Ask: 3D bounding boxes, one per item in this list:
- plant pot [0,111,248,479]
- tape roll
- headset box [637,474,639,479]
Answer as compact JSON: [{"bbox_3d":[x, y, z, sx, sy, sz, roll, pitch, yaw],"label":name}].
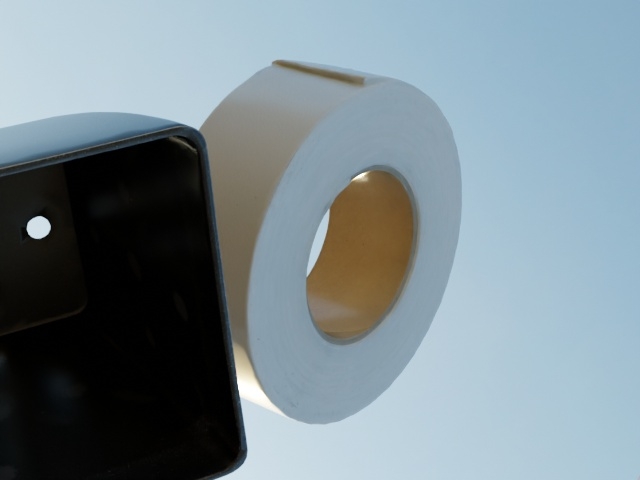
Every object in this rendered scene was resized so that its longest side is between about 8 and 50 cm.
[{"bbox_3d":[-0.163,0.030,0.574,0.167,0.187,0.188,36,-43,58],"label":"plant pot"},{"bbox_3d":[0.000,0.000,0.917,0.100,0.286,0.286,18,-70,36],"label":"tape roll"},{"bbox_3d":[0.248,0.169,0.755,0.062,0.032,0.083,11,-33,9],"label":"headset box"}]
